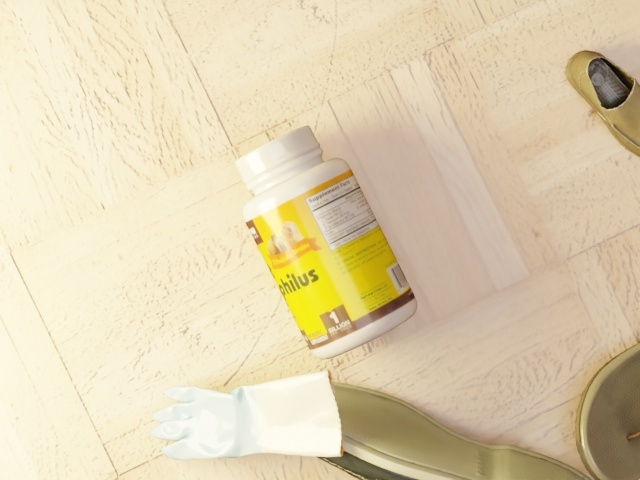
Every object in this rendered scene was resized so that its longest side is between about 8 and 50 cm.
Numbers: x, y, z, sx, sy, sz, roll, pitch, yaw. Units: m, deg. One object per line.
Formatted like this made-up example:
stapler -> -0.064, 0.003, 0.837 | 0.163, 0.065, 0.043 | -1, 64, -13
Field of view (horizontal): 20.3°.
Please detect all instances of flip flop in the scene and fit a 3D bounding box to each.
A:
flip flop -> 0.368, 0.136, 1.768 | 0.277, 0.080, 0.112 | -35, 95, -8

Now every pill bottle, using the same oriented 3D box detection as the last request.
pill bottle -> 0.000, 0.000, 1.757 | 0.117, 0.117, 0.215 | -27, 91, 0

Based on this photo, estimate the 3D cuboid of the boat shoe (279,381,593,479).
boat shoe -> 0.103, 0.241, 1.765 | 0.340, 0.127, 0.113 | 17, 115, -1

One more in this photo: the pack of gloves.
pack of gloves -> -0.079, 0.234, 1.734 | 0.232, 0.046, 0.195 | -8, 92, 35

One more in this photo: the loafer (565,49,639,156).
loafer -> 0.306, -0.132, 1.790 | 0.148, 0.050, 0.056 | 40, 91, -1
